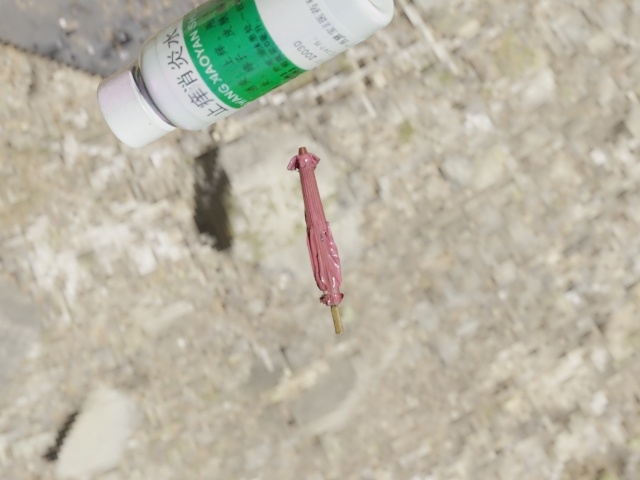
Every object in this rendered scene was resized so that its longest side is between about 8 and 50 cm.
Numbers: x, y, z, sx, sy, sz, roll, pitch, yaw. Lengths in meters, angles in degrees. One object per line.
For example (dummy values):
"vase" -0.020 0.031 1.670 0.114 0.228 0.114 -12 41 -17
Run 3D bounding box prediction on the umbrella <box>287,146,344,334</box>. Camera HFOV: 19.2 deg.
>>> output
"umbrella" 0.000 0.000 1.642 0.027 0.165 0.025 -12 178 33

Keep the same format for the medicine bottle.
"medicine bottle" -0.067 -0.163 1.585 0.260 0.095 0.095 -28 141 25
